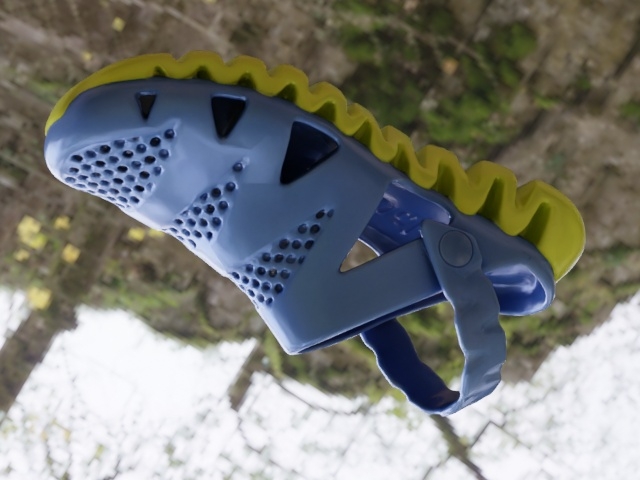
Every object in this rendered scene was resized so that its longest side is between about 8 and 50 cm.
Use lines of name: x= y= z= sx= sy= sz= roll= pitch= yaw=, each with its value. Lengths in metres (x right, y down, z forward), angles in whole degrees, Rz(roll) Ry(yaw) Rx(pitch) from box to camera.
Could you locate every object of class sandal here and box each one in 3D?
sandal: x=0.000 y=0.000 z=0.788 sx=0.317 sy=0.138 sz=0.126 roll=19 pitch=155 yaw=-15
